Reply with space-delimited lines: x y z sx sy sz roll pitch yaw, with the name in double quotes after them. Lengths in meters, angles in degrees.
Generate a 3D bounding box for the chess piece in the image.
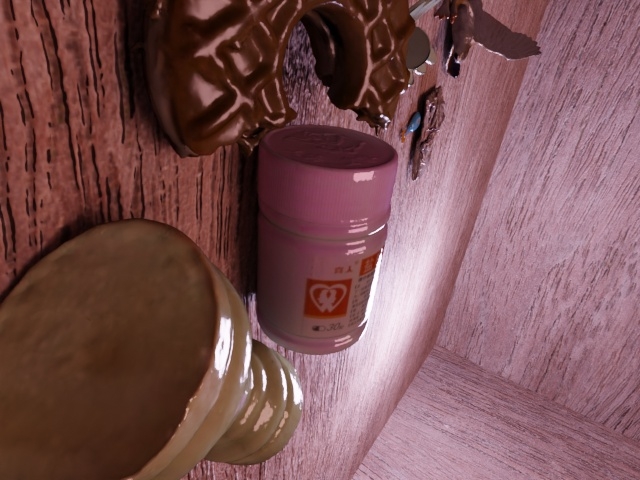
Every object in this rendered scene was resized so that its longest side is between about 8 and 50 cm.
-0.151 0.183 0.516 0.234 0.234 0.442 -57 157 -20 "chess piece"

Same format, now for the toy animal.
0.394 -0.583 1.026 0.302 0.225 0.284 -14 104 -45 "toy animal"

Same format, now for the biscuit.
-0.024 -0.238 0.463 0.366 0.115 0.268 -23 127 -41 "biscuit"

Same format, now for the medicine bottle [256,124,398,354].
0.000 0.000 0.648 0.202 0.202 0.316 -36 141 -47 "medicine bottle"

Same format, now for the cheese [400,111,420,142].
0.235 -0.294 1.069 0.111 0.017 0.047 -51 147 -30 "cheese"

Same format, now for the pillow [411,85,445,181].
0.308 -0.298 1.165 0.135 0.049 0.248 -51 153 -46 "pillow"

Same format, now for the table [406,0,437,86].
0.123 -0.343 0.676 0.198 0.166 0.167 -51 150 -46 "table"
